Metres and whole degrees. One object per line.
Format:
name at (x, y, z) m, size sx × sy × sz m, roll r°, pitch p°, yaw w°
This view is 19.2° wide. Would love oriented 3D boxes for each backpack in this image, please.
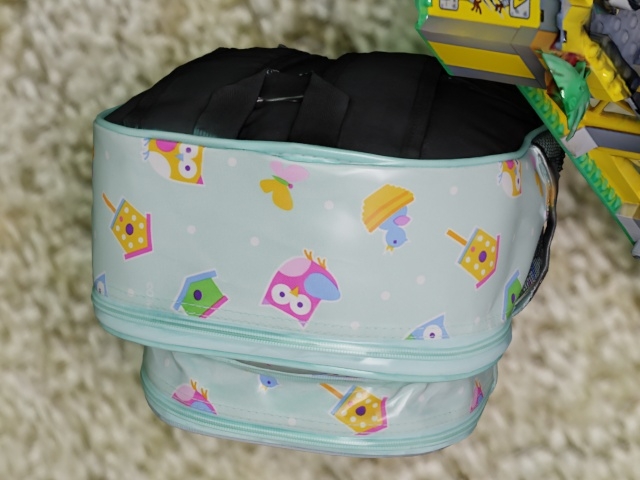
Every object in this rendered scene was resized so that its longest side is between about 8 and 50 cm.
backpack at (0.000, 0.000, 0.683) m, size 0.166 × 0.188 × 0.144 m, roll 9°, pitch 95°, yaw 10°

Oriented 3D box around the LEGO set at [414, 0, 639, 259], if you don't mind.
LEGO set at (0.206, -0.112, 0.608) m, size 0.192 × 0.255 × 0.331 m, roll 14°, pitch 57°, yaw 43°
